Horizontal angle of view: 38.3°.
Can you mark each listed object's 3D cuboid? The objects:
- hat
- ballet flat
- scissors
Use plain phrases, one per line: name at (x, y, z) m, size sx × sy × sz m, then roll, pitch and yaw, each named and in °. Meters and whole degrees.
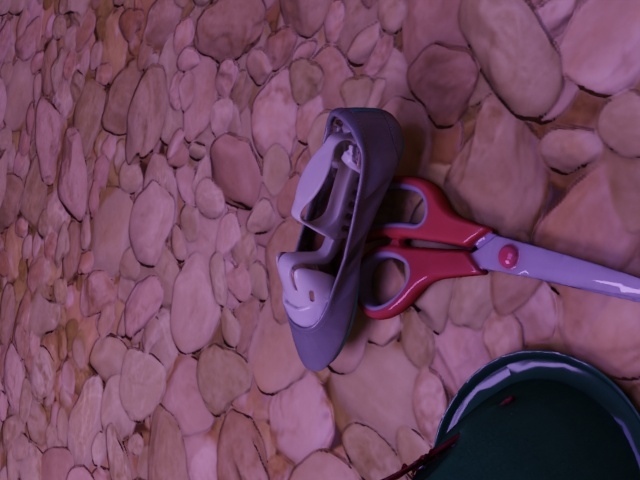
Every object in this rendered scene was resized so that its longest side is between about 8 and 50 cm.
hat at (0.066, 0.163, 0.536) m, size 0.209 × 0.183 × 0.173 m, roll -56°, pitch 48°, yaw 30°
ballet flat at (0.000, 0.000, 0.693) m, size 0.072 × 0.068 × 0.213 m, roll 35°, pitch 114°, yaw 46°
scissors at (0.114, -0.001, 0.620) m, size 0.297 × 0.021 × 0.109 m, roll -6°, pitch 79°, yaw 51°
